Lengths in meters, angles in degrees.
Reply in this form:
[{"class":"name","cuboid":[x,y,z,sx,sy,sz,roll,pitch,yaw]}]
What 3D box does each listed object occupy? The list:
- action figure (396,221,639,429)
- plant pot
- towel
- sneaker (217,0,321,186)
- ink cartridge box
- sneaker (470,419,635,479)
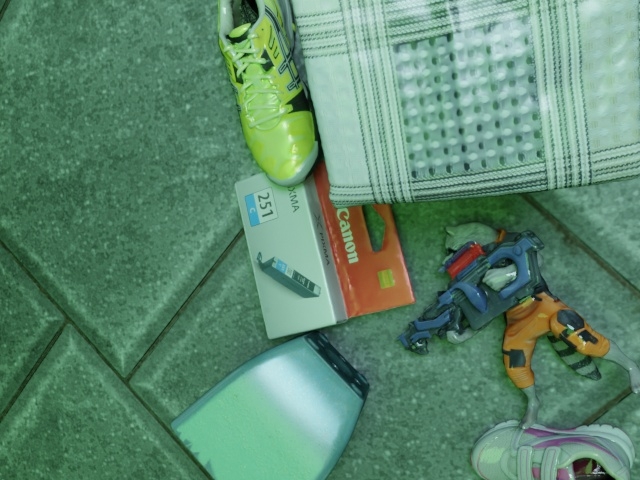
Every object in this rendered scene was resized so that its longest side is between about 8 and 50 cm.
[{"class":"action figure","cuboid":[0.289,0.120,0.876,0.330,0.178,0.341,60,142,10]},{"class":"plant pot","cuboid":[-0.051,0.299,0.961,0.252,0.248,0.247,-45,80,4]},{"class":"towel","cuboid":[0.131,-0.195,0.503,0.312,0.056,0.324,-4,107,19]},{"class":"sneaker","cuboid":[-0.106,-0.273,0.916,0.145,0.147,0.385,-19,81,22]},{"class":"ink cartridge box","cuboid":[0.000,0.000,0.959,0.261,0.066,0.296,-17,81,23]},{"class":"sneaker","cuboid":[0.364,0.353,0.871,0.252,0.111,0.103,-13,93,22]}]
